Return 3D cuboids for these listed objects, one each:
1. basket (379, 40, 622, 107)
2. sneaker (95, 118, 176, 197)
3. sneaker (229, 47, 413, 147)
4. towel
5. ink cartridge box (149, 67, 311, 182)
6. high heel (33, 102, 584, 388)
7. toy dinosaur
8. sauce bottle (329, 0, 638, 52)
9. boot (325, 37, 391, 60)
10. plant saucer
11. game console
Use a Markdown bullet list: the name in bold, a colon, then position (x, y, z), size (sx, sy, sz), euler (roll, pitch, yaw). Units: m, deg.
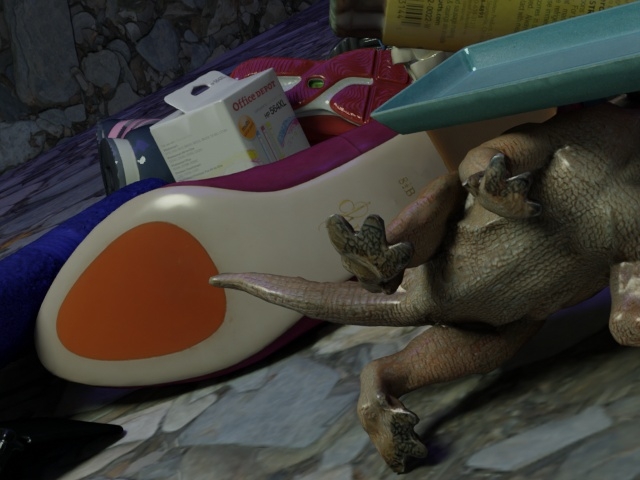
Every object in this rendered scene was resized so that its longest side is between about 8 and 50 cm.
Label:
- **basket**: position (0.145, -0.218, 0.894), size (0.255, 0.288, 0.201), euler (-25, 4, 14)
- **sneaker**: position (-0.187, -0.088, 1.399), size (0.131, 0.112, 0.319), euler (-11, 13, -12)
- **sneaker**: position (0.027, -0.119, 1.176), size (0.221, 0.087, 0.128), euler (9, -22, 10)
- **towel**: position (-0.241, 0.062, 0.912), size (0.228, 0.076, 0.308), euler (-29, 7, 27)
- **ink cartridge box**: position (-0.074, -0.081, 1.086), size (0.090, 0.143, 0.092), euler (-16, 17, 36)
- **high heel**: position (0.000, 0.000, 0.800), size (0.377, 0.127, 0.181), euler (-22, -7, 15)
- **toy dinosaur**: position (0.105, -0.009, 0.552), size (0.296, 0.127, 0.200), euler (-22, 13, 31)
- **sauce bottle**: position (0.178, -0.158, 0.743), size (0.345, 0.111, 0.111), euler (8, 16, 1)
- **boot**: position (0.195, -0.309, 1.412), size (0.367, 0.146, 0.445), euler (-21, 17, 20)
- **plant saucer**: position (0.098, -0.070, 0.471), size (0.067, 0.018, 0.192), euler (-37, 18, -28)
- **game console**: position (-0.195, 0.143, 0.739), size (0.122, 0.071, 0.107), euler (-8, 52, 53)
